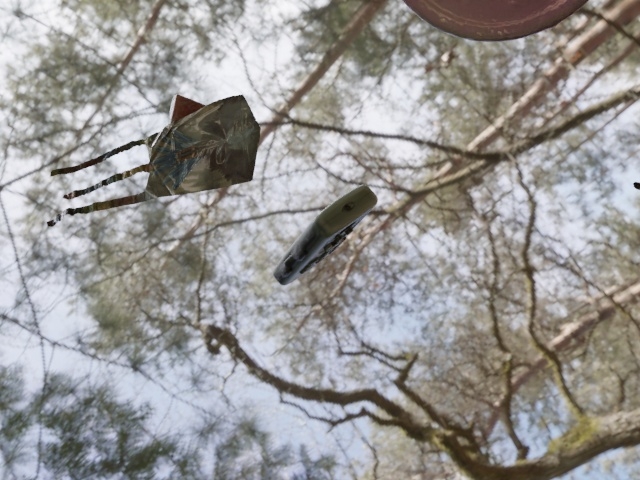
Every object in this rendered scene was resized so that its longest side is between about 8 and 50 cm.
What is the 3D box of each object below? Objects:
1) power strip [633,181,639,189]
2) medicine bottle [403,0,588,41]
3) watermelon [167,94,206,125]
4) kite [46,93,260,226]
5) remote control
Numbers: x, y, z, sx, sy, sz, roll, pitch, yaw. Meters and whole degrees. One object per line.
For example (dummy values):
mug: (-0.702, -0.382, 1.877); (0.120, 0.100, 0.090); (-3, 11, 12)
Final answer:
power strip: (0.272, -0.021, 0.394); (0.227, 0.029, 0.080); (2, -153, 5)
medicine bottle: (0.161, -0.307, 0.773); (0.212, 0.212, 0.325); (42, -161, -6)
watermelon: (-0.191, -0.180, 1.179); (0.072, 0.092, 0.084); (55, -158, -57)
kite: (-0.226, -0.109, 1.073); (0.015, 0.310, 0.169); (64, -163, -51)
remote control: (0.000, 0.000, 1.462); (0.140, 0.296, 0.056); (-34, -98, -29)
